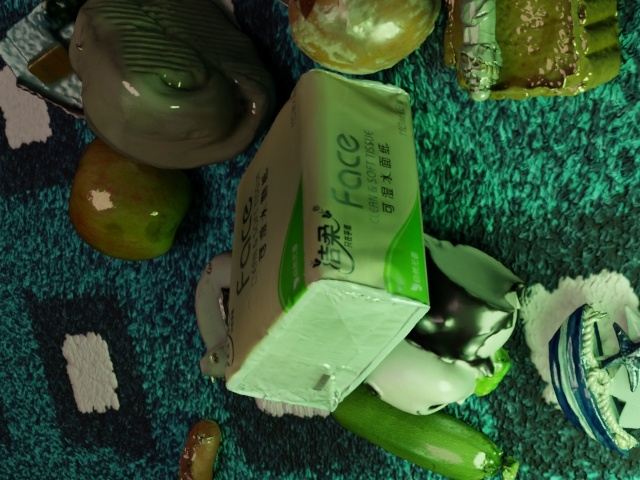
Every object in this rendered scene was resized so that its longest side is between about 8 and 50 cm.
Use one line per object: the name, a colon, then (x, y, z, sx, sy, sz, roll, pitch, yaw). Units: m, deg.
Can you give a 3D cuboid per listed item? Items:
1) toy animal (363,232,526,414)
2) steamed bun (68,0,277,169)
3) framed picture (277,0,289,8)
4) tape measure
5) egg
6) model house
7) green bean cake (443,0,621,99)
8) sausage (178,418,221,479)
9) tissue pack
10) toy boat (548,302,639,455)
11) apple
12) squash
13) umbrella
toy animal: (0.187, 0.146, 1.556, 0.212, 0.213, 0.266, 35, 119, 31)
steamed bun: (-0.273, -0.263, 1.782, 0.367, 0.342, 0.255, 59, 134, 33)
framed picture: (-0.030, -0.507, 1.623, 0.197, 0.014, 0.252, 39, 106, 18)
tape measure: (-0.126, 0.144, 1.906, 0.258, 0.130, 0.265, -6, 97, 47)
egg: (0.064, -0.346, 1.534, 0.233, 0.195, 0.195, -5, 99, 26)
model house: (-0.436, -0.325, 1.967, 0.230, 0.280, 0.248, -36, 93, 9)
green bean cake: (0.283, -0.310, 1.380, 0.224, 0.131, 0.229, 9, 111, 44)
sausage: (-0.260, 0.529, 2.182, 0.087, 0.079, 0.326, 11, 112, 14)
tissue pack: (0.000, 0.000, 1.550, 0.332, 0.205, 0.405, 125, 153, -46)
toy boat: (0.439, 0.164, 1.422, 0.210, 0.070, 0.291, 54, 129, 11)
apple: (-0.363, -0.083, 2.012, 0.226, 0.246, 0.246, 17, 118, 5)
squash: (0.158, 0.319, 1.710, 0.379, 0.101, 0.101, 18, 114, 38)
umbrella: (0.206, -0.253, 1.342, 0.067, 0.062, 0.143, -120, 24, -70)
